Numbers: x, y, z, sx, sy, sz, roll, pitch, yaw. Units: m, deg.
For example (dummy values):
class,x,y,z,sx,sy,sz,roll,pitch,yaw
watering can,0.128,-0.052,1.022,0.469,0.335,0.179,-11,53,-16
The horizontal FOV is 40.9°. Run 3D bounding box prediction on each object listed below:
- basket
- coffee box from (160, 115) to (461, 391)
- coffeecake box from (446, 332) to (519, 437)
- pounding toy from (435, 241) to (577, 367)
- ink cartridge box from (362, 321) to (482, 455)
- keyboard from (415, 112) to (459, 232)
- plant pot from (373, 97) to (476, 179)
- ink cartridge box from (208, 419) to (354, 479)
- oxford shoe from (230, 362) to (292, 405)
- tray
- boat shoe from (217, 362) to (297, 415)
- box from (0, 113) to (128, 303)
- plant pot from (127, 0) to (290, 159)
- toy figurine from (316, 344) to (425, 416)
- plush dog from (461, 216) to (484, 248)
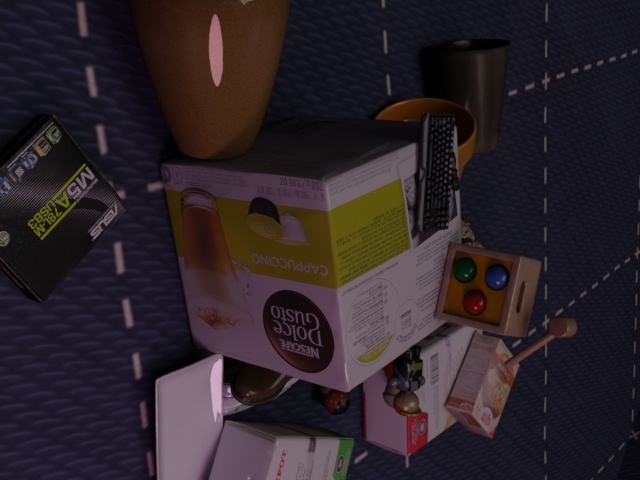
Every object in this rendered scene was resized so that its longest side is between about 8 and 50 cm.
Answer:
class,x,y,z,sx,sy,sz,roll,pitch,yaw
basket,0.327,-0.316,1.884,0.204,0.154,0.226,-23,119,-45
coffee box,0.000,0.000,1.403,0.338,0.338,0.334,-27,119,-45
coffeecake box,0.365,0.325,1.921,0.142,0.068,0.185,49,60,-46
pounding toy,0.291,0.111,1.354,0.094,0.206,0.181,12,90,-52
ink cartridge box,0.231,0.306,1.909,0.306,0.131,0.226,-20,113,-49
keyboard,0.186,-0.105,1.320,0.108,0.023,0.180,-9,105,-50
plant pot,0.210,-0.157,1.752,0.205,0.205,0.187,-44,144,-36
ink cartridge box,-0.075,0.441,1.550,0.289,0.122,0.211,25,79,-58
oxford shoe,-0.064,0.201,1.474,0.227,0.083,0.096,-33,165,-42
tray,-0.223,0.325,1.429,0.145,0.030,0.270,-18,117,-46
boat shoe,-0.101,0.252,1.552,0.226,0.083,0.075,-11,117,-36
box,-0.379,-0.043,1.170,0.190,0.045,0.184,-54,132,-28
plant pot,-0.157,-0.259,1.271,0.237,0.237,0.254,-30,130,-43
toy figurine,0.092,0.264,1.649,0.209,0.213,0.148,-173,-93,-86
plush dog,0.293,0.037,1.882,0.262,0.210,0.225,-8,62,-47
